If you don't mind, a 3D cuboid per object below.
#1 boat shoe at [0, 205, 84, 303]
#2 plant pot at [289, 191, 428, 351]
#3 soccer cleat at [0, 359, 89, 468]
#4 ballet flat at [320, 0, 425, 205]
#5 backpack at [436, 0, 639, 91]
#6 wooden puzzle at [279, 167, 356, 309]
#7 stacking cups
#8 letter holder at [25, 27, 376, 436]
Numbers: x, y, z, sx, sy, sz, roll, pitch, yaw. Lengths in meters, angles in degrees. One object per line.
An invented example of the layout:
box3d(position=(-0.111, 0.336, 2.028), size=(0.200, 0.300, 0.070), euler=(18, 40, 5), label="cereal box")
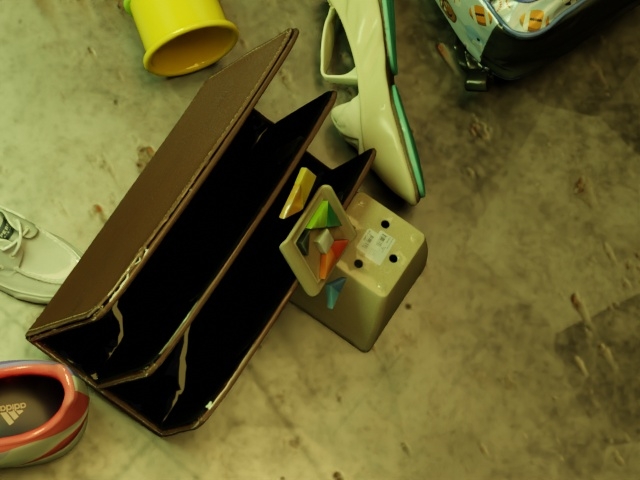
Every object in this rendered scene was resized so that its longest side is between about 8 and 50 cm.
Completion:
box3d(position=(-0.282, -0.003, 1.345), size=(0.184, 0.063, 0.066), euler=(28, 68, -1), label="boat shoe")
box3d(position=(0.035, 0.018, 1.388), size=(0.109, 0.096, 0.109), euler=(34, 68, 2), label="plant pot")
box3d(position=(-0.344, 0.158, 1.247), size=(0.318, 0.116, 0.109), euler=(-12, 73, -16), label="soccer cleat")
box3d(position=(0.044, -0.144, 1.465), size=(0.086, 0.086, 0.248), euler=(-3, 70, -13), label="ballet flat")
box3d(position=(0.197, -0.325, 1.494), size=(0.276, 0.213, 0.263), euler=(-31, 69, -17), label="backpack")
box3d(position=(0.000, 0.000, 1.282), size=(0.014, 0.116, 0.078), euler=(12, 62, 39), label="wooden puzzle")
box3d(position=(-0.177, -0.314, 1.462), size=(0.096, 0.096, 0.316), euler=(-19, 75, -17), label="stacking cups")
box3d(position=(-0.079, -0.006, 1.293), size=(0.152, 0.214, 0.302), euler=(38, 67, -14), label="letter holder")
